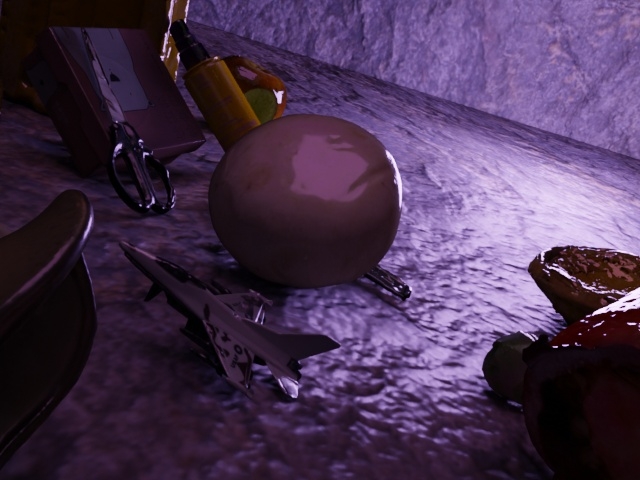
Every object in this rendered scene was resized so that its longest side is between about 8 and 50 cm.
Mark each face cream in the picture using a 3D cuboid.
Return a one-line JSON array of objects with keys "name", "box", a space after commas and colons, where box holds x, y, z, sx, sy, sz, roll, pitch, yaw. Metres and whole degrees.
[{"name": "face cream", "box": [-0.170, -0.239, 1.348, 0.273, 0.078, 0.078, 59, 22, -6]}]

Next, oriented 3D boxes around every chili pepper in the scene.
[{"name": "chili pepper", "box": [0.353, 0.135, 0.732, 0.305, 0.229, 0.251, -20, -3, -41]}]

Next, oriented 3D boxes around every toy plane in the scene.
[{"name": "toy plane", "box": [-0.100, 0.080, 0.791, 0.234, 0.082, 0.160, 26, 27, -10]}]

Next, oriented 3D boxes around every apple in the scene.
[{"name": "apple", "box": [-0.158, -0.283, 1.618, 0.163, 0.147, 0.146, 17, 21, -39]}]

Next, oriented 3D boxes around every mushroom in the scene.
[{"name": "mushroom", "box": [-0.014, -0.044, 1.044, 0.246, 0.202, 0.246, -3, 60, 5]}]

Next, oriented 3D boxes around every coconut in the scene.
[{"name": "coconut", "box": [0.219, 0.140, 0.899, 0.081, 0.082, 0.083, 38, 58, -16]}]

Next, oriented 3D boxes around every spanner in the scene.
[{"name": "spanner", "box": [0.000, 0.000, 1.163, 0.325, 0.026, 0.093, 31, 26, 32]}]

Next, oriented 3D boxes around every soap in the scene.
[{"name": "soap", "box": [-0.388, -0.370, 1.398, 0.293, 0.335, 0.156, 15, 19, 6]}]

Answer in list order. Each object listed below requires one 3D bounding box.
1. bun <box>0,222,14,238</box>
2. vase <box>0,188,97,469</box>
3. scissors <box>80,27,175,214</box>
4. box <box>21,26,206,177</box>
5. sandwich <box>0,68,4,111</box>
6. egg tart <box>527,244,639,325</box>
[{"name": "bun", "box": [-0.330, 0.030, 0.658, 0.222, 0.128, 0.222, 19, -12, 4]}, {"name": "vase", "box": [-0.302, 0.092, 0.433, 0.302, 0.241, 0.329, 13, 54, -8]}, {"name": "scissors", "box": [-0.281, -0.171, 1.132, 0.109, 0.022, 0.300, 0, 64, -58]}, {"name": "box", "box": [-0.307, -0.210, 1.229, 0.215, 0.086, 0.215, -24, 84, -58]}, {"name": "sandwich", "box": [-0.610, -0.249, 1.272, 0.214, 0.065, 0.186, 8, 22, -24]}, {"name": "egg tart", "box": [0.435, 0.090, 1.156, 0.290, 0.107, 0.291, 5, 18, -2]}]
